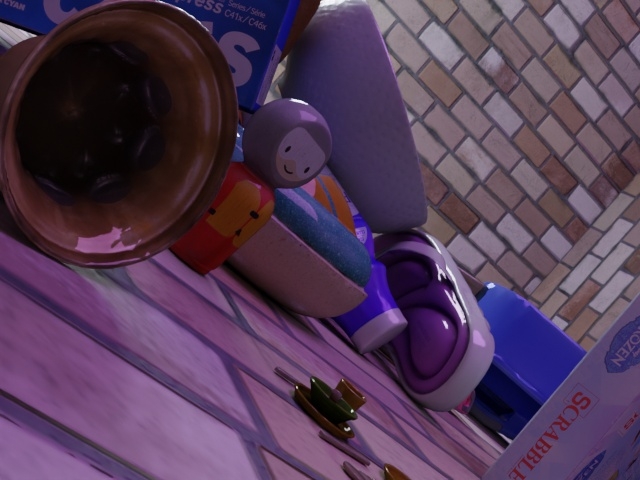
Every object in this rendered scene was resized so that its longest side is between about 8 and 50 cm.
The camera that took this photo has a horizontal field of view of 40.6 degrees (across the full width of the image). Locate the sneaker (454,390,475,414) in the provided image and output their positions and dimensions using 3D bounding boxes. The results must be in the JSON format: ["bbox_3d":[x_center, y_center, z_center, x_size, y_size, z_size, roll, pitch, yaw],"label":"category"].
[{"bbox_3d":[0.168,0.207,1.209,0.057,0.047,0.119,16,-18,43],"label":"sneaker"}]

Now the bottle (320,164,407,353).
[{"bbox_3d":[0.000,0.000,1.025,0.118,0.092,0.282,-16,65,-38],"label":"bottle"}]

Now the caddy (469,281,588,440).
[{"bbox_3d":[0.314,0.235,1.488,0.341,0.179,0.241,41,-22,0],"label":"caddy"}]

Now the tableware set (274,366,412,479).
[{"bbox_3d":[0.038,0.125,0.508,0.104,0.024,0.154,40,1,-34],"label":"tableware set"}]

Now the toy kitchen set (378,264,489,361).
[{"bbox_3d":[0.162,0.111,1.281,0.122,0.166,0.207,41,2,-12],"label":"toy kitchen set"}]

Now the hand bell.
[{"bbox_3d":[-0.169,-0.086,0.465,0.242,0.126,0.126,26,-8,39],"label":"hand bell"}]

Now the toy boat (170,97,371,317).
[{"bbox_3d":[-0.048,-0.042,0.773,0.267,0.148,0.318,41,1,0],"label":"toy boat"}]

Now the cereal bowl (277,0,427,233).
[{"bbox_3d":[0.031,-0.161,1.189,0.339,0.141,0.338,-18,90,-89],"label":"cereal bowl"}]

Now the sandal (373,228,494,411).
[{"bbox_3d":[0.100,0.065,1.113,0.102,0.169,0.416,35,4,-23],"label":"sandal"}]

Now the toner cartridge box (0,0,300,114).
[{"bbox_3d":[-0.199,-0.260,0.849,0.348,0.165,0.075,19,2,0],"label":"toner cartridge box"}]

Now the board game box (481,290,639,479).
[{"bbox_3d":[0.341,0.180,0.935,0.066,0.318,0.318,40,0,35],"label":"board game box"}]

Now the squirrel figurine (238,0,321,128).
[{"bbox_3d":[-0.253,-0.261,1.079,0.370,0.281,0.397,30,-9,-17],"label":"squirrel figurine"}]
